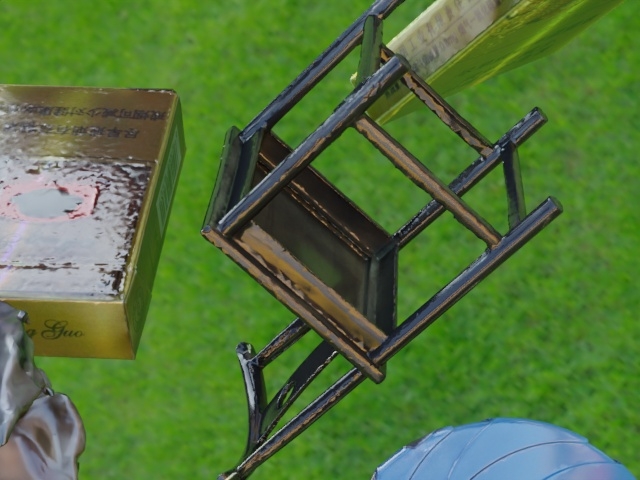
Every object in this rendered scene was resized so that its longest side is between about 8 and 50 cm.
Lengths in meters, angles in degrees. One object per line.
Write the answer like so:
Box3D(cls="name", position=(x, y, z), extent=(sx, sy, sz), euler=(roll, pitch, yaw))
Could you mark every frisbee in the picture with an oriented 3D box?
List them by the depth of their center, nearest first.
Box3D(cls="frisbee", position=(0.120, 0.238, 1.122), extent=(0.242, 0.242, 0.045), euler=(-52, 7, 3))

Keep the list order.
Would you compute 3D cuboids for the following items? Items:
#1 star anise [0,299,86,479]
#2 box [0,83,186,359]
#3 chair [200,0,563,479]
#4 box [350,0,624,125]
Box3D(cls="star anise", position=(-0.244, 0.060, 0.920), extent=(0.331, 0.332, 0.117), euler=(6, 44, 44))
Box3D(cls="box", position=(-0.196, -0.019, 1.273), extent=(0.159, 0.071, 0.240), euler=(4, 44, 5))
Box3D(cls="chair", position=(0.000, 0.000, 0.980), extent=(0.260, 0.141, 0.154), euler=(-42, 17, 21))
Box3D(cls="box", position=(0.155, -0.165, 1.023), extent=(0.043, 0.173, 0.311), euler=(62, 152, 5))
